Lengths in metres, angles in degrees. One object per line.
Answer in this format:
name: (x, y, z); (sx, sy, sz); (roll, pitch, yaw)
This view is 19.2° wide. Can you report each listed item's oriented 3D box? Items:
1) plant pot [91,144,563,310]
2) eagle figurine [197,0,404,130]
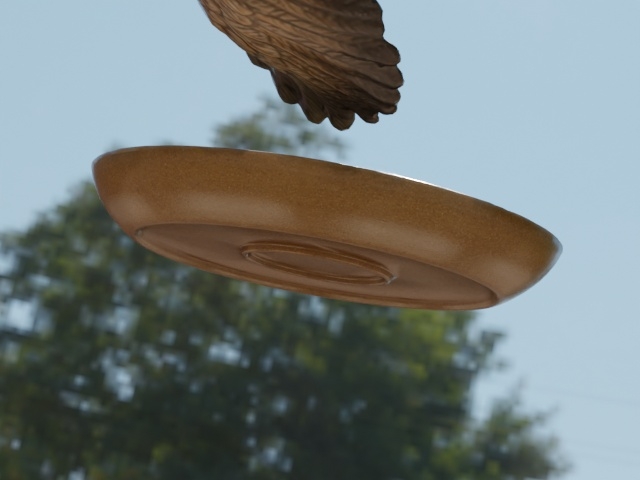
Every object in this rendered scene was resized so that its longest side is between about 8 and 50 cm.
plant pot: (0.000, 0.000, 0.934); (0.236, 0.032, 0.236); (11, -10, 2)
eagle figurine: (-0.080, -0.161, 0.740); (0.226, 0.298, 0.225); (27, 32, 34)
